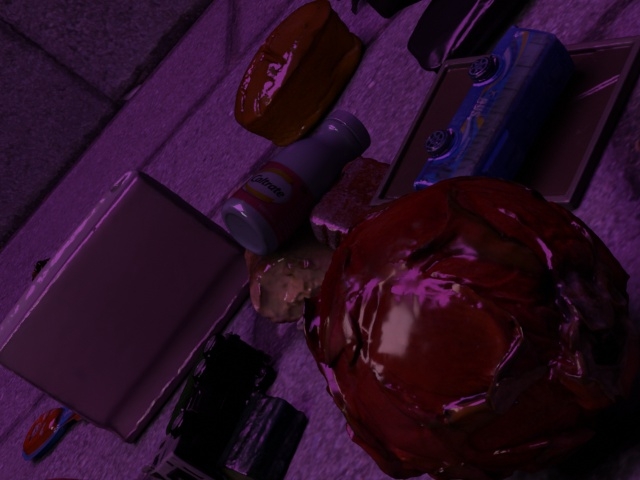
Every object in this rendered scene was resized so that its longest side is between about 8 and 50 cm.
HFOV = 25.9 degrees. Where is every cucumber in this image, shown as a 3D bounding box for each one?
[{"bbox_3d":[-0.083,0.255,1.734,0.116,0.062,0.115,-22,33,53],"label":"cucumber"}]

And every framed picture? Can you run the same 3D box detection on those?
[{"bbox_3d":[0.218,-0.134,1.652,0.324,0.020,0.240,0,55,49],"label":"framed picture"}]

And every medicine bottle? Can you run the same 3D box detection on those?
[{"bbox_3d":[-0.028,-0.080,1.813,0.216,0.090,0.090,-45,15,-24],"label":"medicine bottle"}]

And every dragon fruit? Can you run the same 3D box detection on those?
[{"bbox_3d":[0.130,0.080,1.240,0.342,0.277,0.277,-32,29,48],"label":"dragon fruit"}]

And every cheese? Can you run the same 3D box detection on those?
[{"bbox_3d":[-0.473,0.327,2.514,0.256,0.037,0.106,-38,26,38],"label":"cheese"}]

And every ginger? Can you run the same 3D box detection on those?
[{"bbox_3d":[0.000,0.000,1.879,0.221,0.130,0.275,-3,52,52],"label":"ginger"}]

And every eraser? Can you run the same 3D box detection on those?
[{"bbox_3d":[-0.296,0.098,2.151,0.359,0.272,0.122,-53,20,3],"label":"eraser"}]

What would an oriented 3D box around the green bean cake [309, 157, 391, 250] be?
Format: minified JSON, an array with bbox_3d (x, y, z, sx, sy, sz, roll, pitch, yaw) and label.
[{"bbox_3d":[0.071,-0.034,1.774,0.135,0.056,0.135,23,58,29],"label":"green bean cake"}]

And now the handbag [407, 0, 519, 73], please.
[{"bbox_3d":[0.254,-0.380,1.997,0.332,0.075,0.191,-48,19,12],"label":"handbag"}]

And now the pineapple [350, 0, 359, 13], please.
[{"bbox_3d":[0.086,-0.527,2.503,0.340,0.169,0.169,-28,32,56],"label":"pineapple"}]

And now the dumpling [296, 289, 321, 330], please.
[{"bbox_3d":[0.061,0.058,1.669,0.199,0.118,0.136,-24,7,0],"label":"dumpling"}]

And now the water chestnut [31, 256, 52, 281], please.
[{"bbox_3d":[-0.435,0.111,2.517,0.224,0.238,0.223,-34,26,19],"label":"water chestnut"}]

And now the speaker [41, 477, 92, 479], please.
[{"bbox_3d":[-0.334,0.449,1.807,0.294,0.294,0.294,-45,22,23],"label":"speaker"}]

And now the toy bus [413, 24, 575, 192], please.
[{"bbox_3d":[0.199,-0.135,1.584,0.094,0.079,0.236,10,64,51],"label":"toy bus"}]

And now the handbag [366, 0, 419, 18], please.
[{"bbox_3d":[0.194,-0.443,2.100,0.223,0.080,0.247,-28,-15,-46],"label":"handbag"}]

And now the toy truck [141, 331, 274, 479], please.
[{"bbox_3d":[-0.149,0.229,1.868,0.125,0.101,0.242,-40,21,44],"label":"toy truck"}]

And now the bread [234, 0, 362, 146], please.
[{"bbox_3d":[-0.044,-0.293,2.428,0.269,0.143,0.195,-56,20,-12],"label":"bread"}]
